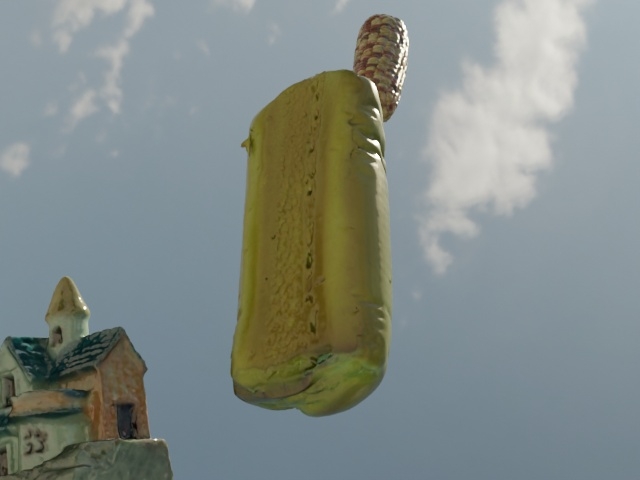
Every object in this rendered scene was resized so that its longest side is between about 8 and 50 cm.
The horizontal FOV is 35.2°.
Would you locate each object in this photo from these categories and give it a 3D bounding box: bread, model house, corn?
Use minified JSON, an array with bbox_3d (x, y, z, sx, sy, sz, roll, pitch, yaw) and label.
[{"bbox_3d":[0.000,0.000,1.023,0.166,0.112,0.383,-21,-128,30],"label":"bread"},{"bbox_3d":[-0.364,0.199,1.336,0.267,0.194,0.324,-17,-110,33],"label":"model house"},{"bbox_3d":[0.090,-0.262,1.550,0.086,0.086,0.253,-37,-153,33],"label":"corn"}]
